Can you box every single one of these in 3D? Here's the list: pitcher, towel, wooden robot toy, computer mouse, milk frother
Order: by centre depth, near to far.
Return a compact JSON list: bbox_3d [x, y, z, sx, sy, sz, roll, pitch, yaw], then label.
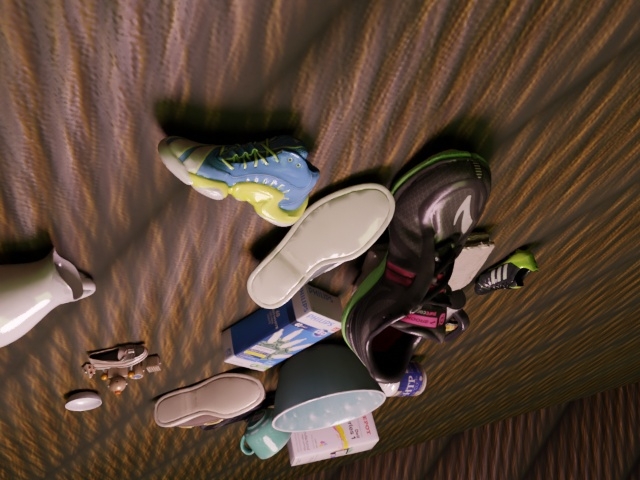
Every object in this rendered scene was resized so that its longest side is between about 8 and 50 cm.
[{"bbox_3d":[-0.482,0.099,0.846,0.207,0.126,0.178,-24,164,-7],"label":"pitcher"},{"bbox_3d":[0.215,0.056,1.127,0.281,0.049,0.187,-5,145,-15],"label":"towel"},{"bbox_3d":[-0.455,0.315,1.208,0.173,0.079,0.076,-1,145,-21],"label":"wooden robot toy"},{"bbox_3d":[0.315,0.162,1.301,0.143,0.129,0.135,-47,172,-42],"label":"milk frother"},{"bbox_3d":[-0.257,0.506,1.600,0.188,0.072,0.272,-39,153,29],"label":"computer mouse"}]

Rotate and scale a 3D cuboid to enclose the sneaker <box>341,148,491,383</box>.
[{"bbox_3d":[0.184,0.066,0.931,0.185,0.202,0.483,3,126,-20],"label":"sneaker"}]

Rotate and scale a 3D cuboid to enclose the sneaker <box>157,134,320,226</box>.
[{"bbox_3d":[-0.097,-0.112,0.726,0.240,0.091,0.126,24,113,-44],"label":"sneaker"}]

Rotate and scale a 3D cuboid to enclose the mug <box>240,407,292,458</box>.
[{"bbox_3d":[-0.173,0.574,1.570,0.157,0.097,0.129,-39,-170,-17],"label":"mug"}]

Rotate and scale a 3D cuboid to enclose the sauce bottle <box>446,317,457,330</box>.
[{"bbox_3d":[0.308,0.226,1.427,0.128,0.042,0.042,-1,145,-25],"label":"sauce bottle"}]

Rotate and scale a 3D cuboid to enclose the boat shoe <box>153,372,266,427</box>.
[{"bbox_3d":[-0.291,0.442,1.443,0.324,0.117,0.097,-18,152,11],"label":"boat shoe"}]

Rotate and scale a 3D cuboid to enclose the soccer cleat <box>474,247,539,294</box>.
[{"bbox_3d":[0.433,0.090,1.244,0.060,0.072,0.179,8,141,-32],"label":"soccer cleat"}]

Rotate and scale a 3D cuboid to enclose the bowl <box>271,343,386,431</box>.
[{"bbox_3d":[0.008,0.392,1.440,0.311,0.163,0.312,-10,147,-7],"label":"bowl"}]

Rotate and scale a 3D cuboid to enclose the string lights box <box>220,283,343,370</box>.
[{"bbox_3d":[-0.085,0.199,1.188,0.259,0.077,0.133,-33,142,25],"label":"string lights box"}]

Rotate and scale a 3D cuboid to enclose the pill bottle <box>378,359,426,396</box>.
[{"bbox_3d":[0.225,0.423,1.627,0.186,0.112,0.112,10,140,-34],"label":"pill bottle"}]

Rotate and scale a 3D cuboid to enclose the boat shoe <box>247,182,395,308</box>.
[{"bbox_3d":[0.000,0.000,0.936,0.319,0.116,0.099,-40,-176,22],"label":"boat shoe"}]

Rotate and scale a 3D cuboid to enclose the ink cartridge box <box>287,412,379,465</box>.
[{"bbox_3d":[0.025,0.585,1.703,0.277,0.202,0.117,-6,147,-15],"label":"ink cartridge box"}]

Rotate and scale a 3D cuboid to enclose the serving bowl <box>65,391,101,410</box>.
[{"bbox_3d":[-0.594,0.399,1.323,0.083,0.027,0.083,-11,148,-7],"label":"serving bowl"}]

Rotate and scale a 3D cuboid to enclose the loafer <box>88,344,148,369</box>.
[{"bbox_3d":[-0.443,0.252,1.153,0.125,0.045,0.039,-13,141,1],"label":"loafer"}]
